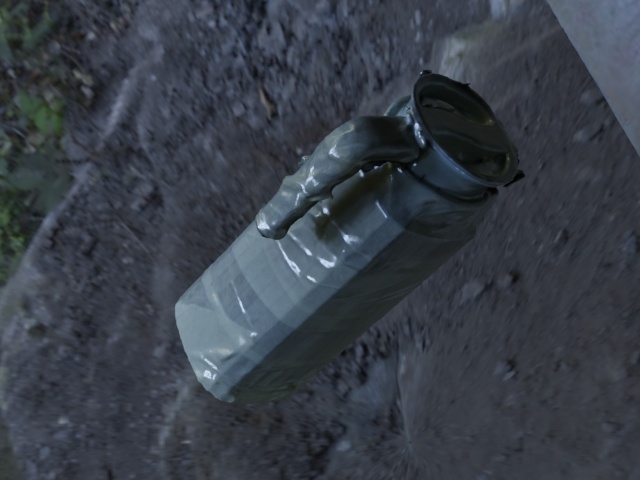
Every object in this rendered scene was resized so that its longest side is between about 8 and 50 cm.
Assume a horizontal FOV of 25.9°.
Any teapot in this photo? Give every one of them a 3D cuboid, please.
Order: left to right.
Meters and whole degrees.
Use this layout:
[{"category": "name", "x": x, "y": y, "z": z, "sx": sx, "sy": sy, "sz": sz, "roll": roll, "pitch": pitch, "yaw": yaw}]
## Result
[{"category": "teapot", "x": 0.000, "y": 0.000, "z": 0.695, "sx": 0.200, "sy": 0.107, "sz": 0.077, "roll": -44, "pitch": 56, "yaw": 34}]

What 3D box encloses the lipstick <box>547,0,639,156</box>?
[{"category": "lipstick", "x": 0.172, "y": -0.074, "z": 0.590, "sx": 0.079, "sy": 0.076, "sz": 0.371, "roll": -7, "pitch": 61, "yaw": -37}]
